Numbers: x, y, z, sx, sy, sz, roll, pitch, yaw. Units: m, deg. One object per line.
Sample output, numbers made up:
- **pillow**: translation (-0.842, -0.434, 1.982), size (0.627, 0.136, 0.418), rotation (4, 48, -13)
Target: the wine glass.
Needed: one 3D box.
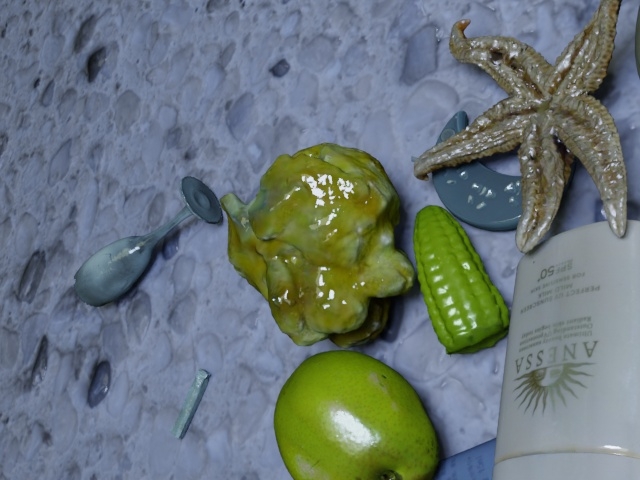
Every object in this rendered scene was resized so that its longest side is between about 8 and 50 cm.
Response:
- **wine glass**: translation (-0.291, 0.080, 1.090), size (0.309, 0.096, 0.264), rotation (-35, 62, 21)

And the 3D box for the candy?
- **candy**: translation (0.169, 0.043, 0.801), size (0.096, 0.096, 0.209), rotation (-30, 58, 24)

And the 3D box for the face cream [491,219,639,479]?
- **face cream**: translation (0.254, 0.147, 0.628), size (0.173, 0.081, 0.348), rotation (-31, 33, 51)

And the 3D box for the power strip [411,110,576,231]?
- **power strip**: translation (0.216, -0.089, 0.832), size (0.216, 0.044, 0.137), rotation (32, 96, 35)

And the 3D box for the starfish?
- **starfish**: translation (0.257, -0.163, 0.735), size (0.375, 0.094, 0.327), rotation (55, 126, 42)

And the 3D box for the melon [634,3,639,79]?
- **melon**: translation (0.459, -0.230, 0.578), size (0.268, 0.268, 0.330), rotation (33, 80, 35)

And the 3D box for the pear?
- **pear**: translation (0.043, 0.239, 0.773), size (0.219, 0.187, 0.187), rotation (36, 98, 44)

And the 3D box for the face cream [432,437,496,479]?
- **face cream**: translation (0.172, 0.303, 0.735), size (0.385, 0.086, 0.135), rotation (-37, 50, 25)

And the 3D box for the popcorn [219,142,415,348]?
- **popcorn**: translation (0.007, 0.001, 0.838), size (0.276, 0.225, 0.276), rotation (43, 144, 42)

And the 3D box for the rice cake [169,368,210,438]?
- **rice cake**: translation (-0.216, 0.271, 1.034), size (0.022, 0.021, 0.121), rotation (25, 91, 25)
